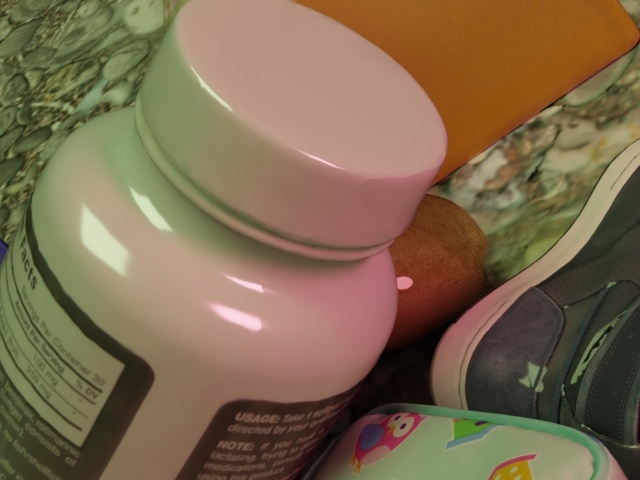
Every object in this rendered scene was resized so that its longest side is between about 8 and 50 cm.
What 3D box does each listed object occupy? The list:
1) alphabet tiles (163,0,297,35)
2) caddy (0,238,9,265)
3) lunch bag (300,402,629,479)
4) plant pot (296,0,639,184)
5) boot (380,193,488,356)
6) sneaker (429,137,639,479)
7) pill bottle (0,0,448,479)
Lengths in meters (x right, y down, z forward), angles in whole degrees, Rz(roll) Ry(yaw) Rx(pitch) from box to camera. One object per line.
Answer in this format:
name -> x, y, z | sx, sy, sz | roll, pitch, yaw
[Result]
alphabet tiles -> -0.065, -0.068, 0.846 | 0.278, 0.021, 0.284 | 141, 129, -59
caddy -> -0.338, 0.101, 0.908 | 0.341, 0.241, 0.179 | -38, 29, 1
lunch bag -> 0.017, 0.194, 0.557 | 0.279, 0.108, 0.224 | -49, 16, -21
plant pot -> 0.051, -0.184, 0.929 | 0.212, 0.187, 0.212 | -34, 34, 5
boot -> 0.000, 0.000, 0.868 | 0.115, 0.112, 0.305 | -15, 22, -21
sneaker -> 0.180, 0.025, 0.630 | 0.226, 0.086, 0.163 | -43, 31, -25
pill bottle -> -0.072, 0.048, 0.657 | 0.319, 0.176, 0.176 | -58, 22, 31
